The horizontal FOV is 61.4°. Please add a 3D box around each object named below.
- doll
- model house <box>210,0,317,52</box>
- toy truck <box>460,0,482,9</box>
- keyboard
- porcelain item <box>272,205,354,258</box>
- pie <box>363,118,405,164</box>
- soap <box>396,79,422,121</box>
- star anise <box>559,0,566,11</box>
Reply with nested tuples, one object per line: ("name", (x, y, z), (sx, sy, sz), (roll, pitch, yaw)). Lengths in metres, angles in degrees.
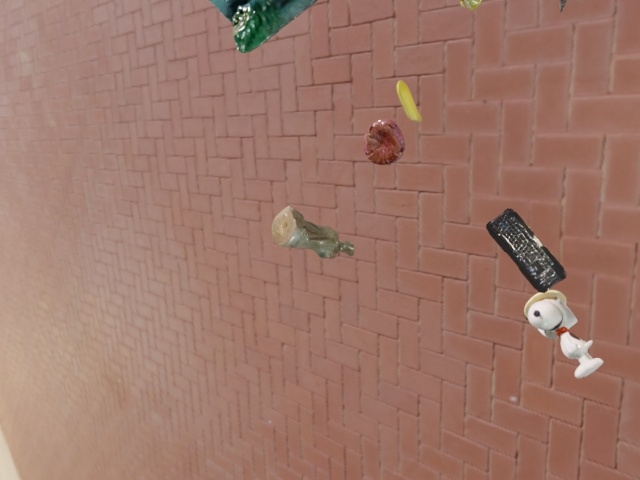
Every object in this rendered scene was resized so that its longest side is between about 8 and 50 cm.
("doll", (0.745, 0.286, 1.665), (0.271, 0.208, 0.144), (50, 120, 17))
("model house", (-0.087, -0.466, 0.751), (0.281, 0.249, 0.230), (-31, 37, 20))
("toy truck", (0.181, -0.356, 0.689), (0.063, 0.123, 0.052), (-6, 59, 47))
("keyboard", (0.608, 0.028, 1.594), (0.106, 0.016, 0.262), (-37, 77, 3))
("porcelain item", (0.000, 0.000, 1.157), (0.069, 0.216, 0.081), (-44, 47, 26))
("pie", (0.207, -0.319, 1.770), (0.154, 0.038, 0.153), (7, 112, 19))
("soap", (0.309, -0.483, 1.898), (0.033, 0.089, 0.168), (-12, 118, 35))
("star anise", (0.605, -0.680, 1.346), (0.204, 0.061, 0.180), (45, 138, 33))
